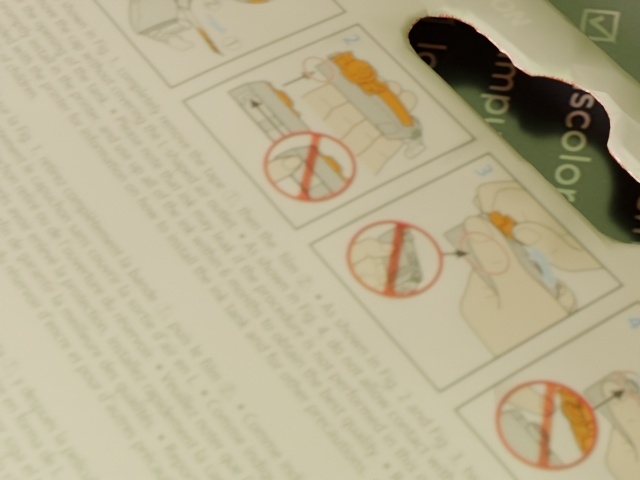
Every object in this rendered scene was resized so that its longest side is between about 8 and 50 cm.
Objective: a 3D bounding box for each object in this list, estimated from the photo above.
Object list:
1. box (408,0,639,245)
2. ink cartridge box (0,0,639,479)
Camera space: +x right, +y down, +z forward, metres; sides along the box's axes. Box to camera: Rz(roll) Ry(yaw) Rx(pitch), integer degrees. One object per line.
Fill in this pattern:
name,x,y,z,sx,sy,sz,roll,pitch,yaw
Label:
box,0.124,0.166,0.598,0.472,0.297,0.480,8,63,16
ink cartridge box,-0.053,0.048,0.504,0.385,0.091,0.308,-27,58,-25
